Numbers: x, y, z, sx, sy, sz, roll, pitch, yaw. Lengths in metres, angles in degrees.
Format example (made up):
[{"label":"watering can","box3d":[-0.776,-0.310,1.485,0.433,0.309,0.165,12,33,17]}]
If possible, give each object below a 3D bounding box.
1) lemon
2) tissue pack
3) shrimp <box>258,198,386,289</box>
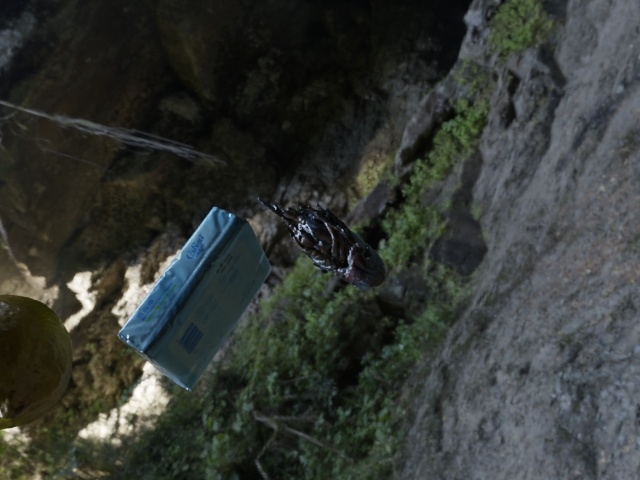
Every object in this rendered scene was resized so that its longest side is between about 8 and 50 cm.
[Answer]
[{"label":"lemon","box3d":[-0.478,0.183,0.986,0.257,0.188,0.188,-124,37,-54]},{"label":"tissue pack","box3d":[-0.197,0.096,1.058,0.263,0.089,0.177,-59,-26,-22]},{"label":"shrimp","box3d":[0.000,0.000,0.986,0.090,0.233,0.079,-61,-5,37]}]
